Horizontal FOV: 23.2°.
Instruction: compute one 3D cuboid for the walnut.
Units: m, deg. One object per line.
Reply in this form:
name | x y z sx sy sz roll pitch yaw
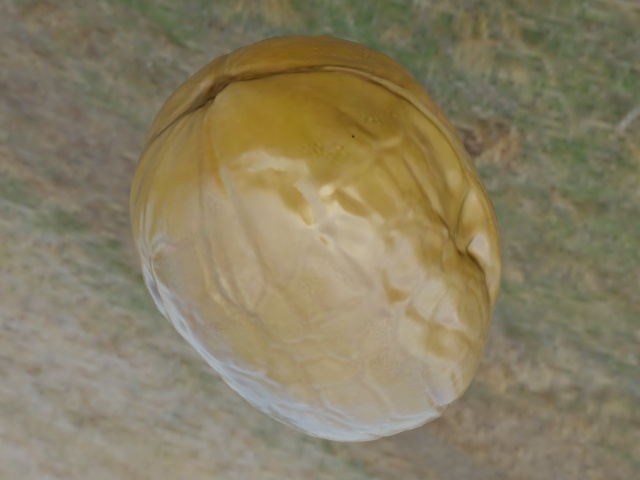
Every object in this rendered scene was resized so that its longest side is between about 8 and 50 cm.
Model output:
walnut | 0.000 0.000 0.821 0.193 0.193 0.226 2 145 35
